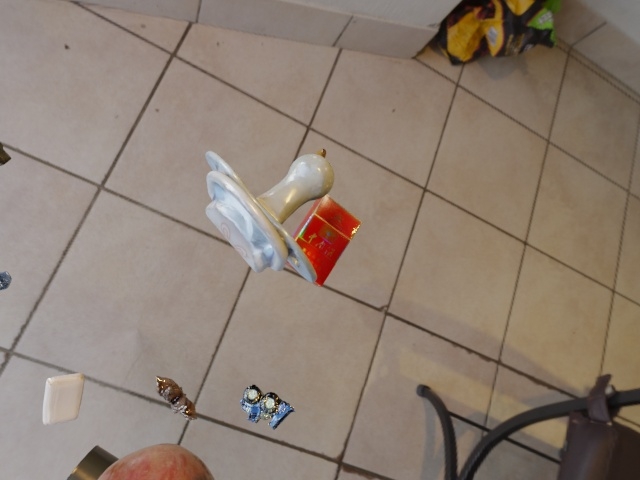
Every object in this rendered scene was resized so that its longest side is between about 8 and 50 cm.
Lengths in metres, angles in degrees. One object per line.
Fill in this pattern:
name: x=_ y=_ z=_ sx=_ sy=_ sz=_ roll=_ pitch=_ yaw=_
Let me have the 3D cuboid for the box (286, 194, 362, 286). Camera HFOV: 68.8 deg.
box: x=0.000 y=0.000 z=1.026 sx=0.112 sy=0.048 sz=0.175 roll=36 pitch=78 yaw=-18

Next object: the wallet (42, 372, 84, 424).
wallet: x=-0.702 y=0.435 z=1.276 sx=0.095 sy=0.190 sz=0.033 roll=1 pitch=36 yaw=-33

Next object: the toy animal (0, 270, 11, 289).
toy animal: x=-1.137 y=0.141 z=1.517 sx=0.239 sy=0.176 sz=0.256 roll=2 pitch=119 yaw=-25

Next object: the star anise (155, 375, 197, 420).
star anise: x=-0.535 y=0.564 z=1.702 sx=0.073 sy=0.212 sz=0.197 roll=-42 pitch=109 yaw=-20

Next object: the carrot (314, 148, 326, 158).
carrot: x=-0.049 y=-0.160 z=1.254 sx=0.069 sy=0.336 sz=0.069 roll=8 pitch=65 yaw=-18

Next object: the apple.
apple: x=-0.386 y=0.646 z=1.099 sx=0.344 sy=0.345 sz=0.269 roll=29 pitch=29 yaw=-14

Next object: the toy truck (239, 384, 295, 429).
toy truck: x=-0.206 y=0.649 z=1.796 sx=0.208 sy=0.113 sz=0.126 roll=17 pitch=65 yaw=11

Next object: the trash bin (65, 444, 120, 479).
trash bin: x=-0.666 y=0.849 z=1.540 sx=0.333 sy=0.214 sz=0.214 roll=36 pitch=69 yaw=-1

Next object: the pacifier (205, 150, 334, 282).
pacifier: x=-0.071 y=-0.071 z=0.802 sx=0.226 sy=0.238 sz=0.287 roll=-42 pitch=81 yaw=-13

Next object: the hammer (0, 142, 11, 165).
hammer: x=-0.881 y=-0.146 z=1.078 sx=0.365 sy=0.043 sz=0.111 roll=-74 pitch=146 yaw=-50
